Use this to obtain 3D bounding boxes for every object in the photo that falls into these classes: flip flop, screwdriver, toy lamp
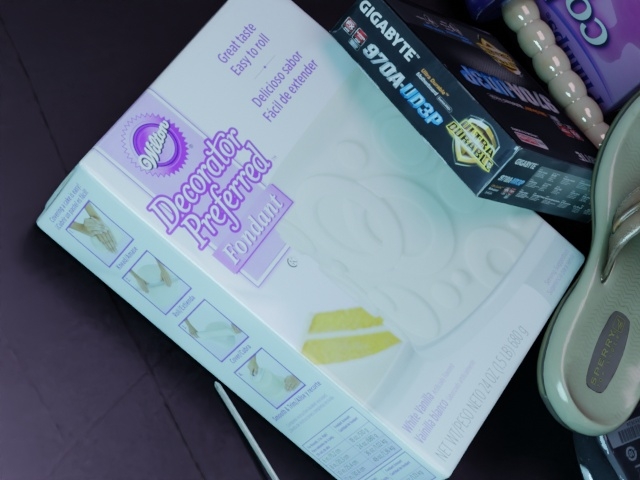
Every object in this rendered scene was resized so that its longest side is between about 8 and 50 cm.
[{"bbox_3d":[0.238,0.010,1.355,0.112,0.080,0.277,30,72,-18],"label":"flip flop"},{"bbox_3d":[-0.026,0.167,1.294,0.025,0.024,0.170,-26,76,-6],"label":"screwdriver"},{"bbox_3d":[0.196,-0.140,1.542,0.080,0.080,0.274,-25,81,-36],"label":"toy lamp"}]

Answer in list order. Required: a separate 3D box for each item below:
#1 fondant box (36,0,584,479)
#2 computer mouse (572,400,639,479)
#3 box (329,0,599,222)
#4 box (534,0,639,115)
[{"bbox_3d":[0.000,0.000,1.350,0.330,0.096,0.238,40,53,-4],"label":"fondant box"},{"bbox_3d":[0.221,0.214,1.386,0.184,0.060,0.262,-22,87,-37],"label":"computer mouse"},{"bbox_3d":[0.122,-0.099,1.407,0.175,0.051,0.220,51,19,24],"label":"box"},{"bbox_3d":[0.271,-0.257,1.539,0.117,0.243,0.213,-24,79,-32],"label":"box"}]
